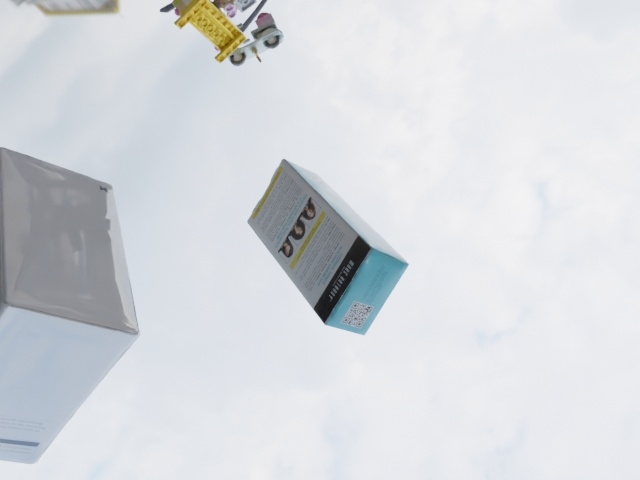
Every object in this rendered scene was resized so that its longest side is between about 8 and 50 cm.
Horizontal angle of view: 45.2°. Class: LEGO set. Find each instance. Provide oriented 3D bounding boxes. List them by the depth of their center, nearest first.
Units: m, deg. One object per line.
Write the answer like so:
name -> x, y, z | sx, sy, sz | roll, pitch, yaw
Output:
LEGO set -> -0.138, -0.326, 0.892 | 0.132, 0.287, 0.107 | -30, -122, -9

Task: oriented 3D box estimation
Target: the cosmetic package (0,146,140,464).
cosmetic package -> -0.312, 0.068, 0.794 | 0.224, 0.138, 0.224 | -48, -137, 24

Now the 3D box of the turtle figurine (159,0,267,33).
turtle figurine -> -0.064, -0.424, 1.171 | 0.267, 0.198, 0.274 | 0, -110, 23

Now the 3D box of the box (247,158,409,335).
box -> 0.000, 0.000, 0.909 | 0.100, 0.060, 0.244 | -59, -143, 14
